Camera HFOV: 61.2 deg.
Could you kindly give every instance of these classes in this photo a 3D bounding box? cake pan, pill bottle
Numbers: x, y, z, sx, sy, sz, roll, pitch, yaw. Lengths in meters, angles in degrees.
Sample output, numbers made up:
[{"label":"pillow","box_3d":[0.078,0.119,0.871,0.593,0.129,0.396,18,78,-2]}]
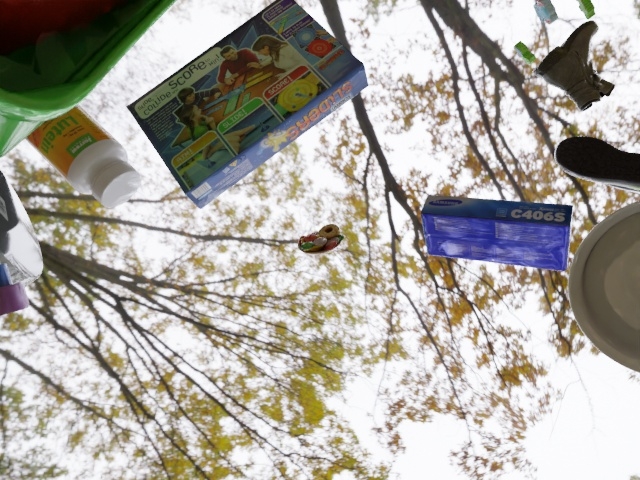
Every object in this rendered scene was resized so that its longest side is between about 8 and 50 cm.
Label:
[{"label":"cake pan","box_3d":[-0.507,-0.045,0.806,0.054,0.293,0.293,-26,-119,-12]},{"label":"pill bottle","box_3d":[-0.502,-0.186,1.153,0.246,0.136,0.136,42,-90,13]}]

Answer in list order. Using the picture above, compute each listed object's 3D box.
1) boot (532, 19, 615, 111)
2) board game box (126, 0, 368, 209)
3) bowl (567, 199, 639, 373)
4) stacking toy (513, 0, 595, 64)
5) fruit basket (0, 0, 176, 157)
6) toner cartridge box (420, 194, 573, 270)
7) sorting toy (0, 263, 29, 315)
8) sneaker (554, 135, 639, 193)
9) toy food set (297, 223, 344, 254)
[{"label":"boot","box_3d":[0.608,-0.394,1.244,0.161,0.083,0.246,44,-117,8]},{"label":"board game box","box_3d":[-0.074,-0.141,0.527,0.201,0.035,0.136,-36,-117,-3]},{"label":"bowl","box_3d":[0.572,0.066,0.887,0.298,0.134,0.297,6,-78,27]},{"label":"stacking toy","box_3d":[0.416,-0.473,1.033,0.167,0.221,0.052,-38,-159,6]},{"label":"fruit basket","box_3d":[-0.209,-0.269,0.270,0.392,0.392,0.282,6,-129,24]},{"label":"toner cartridge box","box_3d":[0.439,-0.022,1.360,0.348,0.165,0.075,7,-131,25]},{"label":"sorting toy","box_3d":[-0.437,0.044,0.518,0.127,0.365,0.126,-16,-89,11]},{"label":"sneaker","box_3d":[0.574,-0.130,1.052,0.235,0.097,0.084,24,-94,28]},{"label":"toy food set","box_3d":[0.000,0.000,0.956,0.083,0.020,0.082,-13,-151,-4]}]
